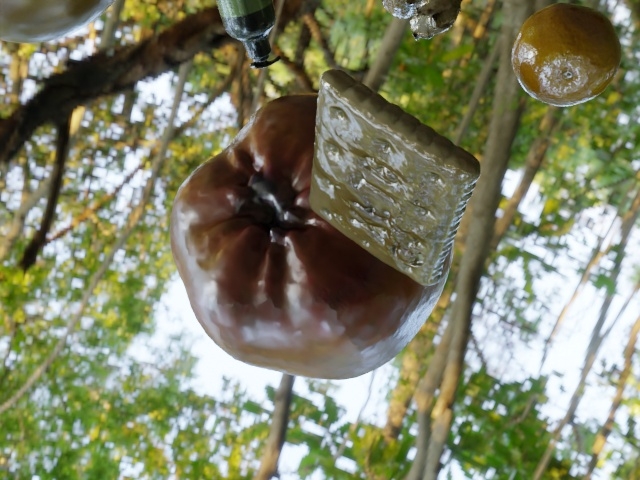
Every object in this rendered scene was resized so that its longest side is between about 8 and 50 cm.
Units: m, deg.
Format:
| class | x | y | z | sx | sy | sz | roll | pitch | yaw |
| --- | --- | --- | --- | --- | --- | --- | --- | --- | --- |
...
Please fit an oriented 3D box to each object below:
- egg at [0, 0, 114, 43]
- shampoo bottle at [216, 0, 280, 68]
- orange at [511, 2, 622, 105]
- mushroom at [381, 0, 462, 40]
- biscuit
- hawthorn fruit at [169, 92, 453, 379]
| class | x | y | z | sx | sy | sz | roll | pitch | yaw |
| --- | --- | --- | --- | --- | --- | --- | --- | --- | --- |
| egg | -0.367 | -0.418 | 1.361 | 0.282 | 0.351 | 0.283 | 29 | -148 | -20 |
| shampoo bottle | -0.143 | -0.451 | 1.945 | 0.101 | 0.284 | 0.101 | -12 | -153 | 7 |
| orange | 0.363 | -0.278 | 1.558 | 0.159 | 0.159 | 0.136 | 17 | -139 | -3 |
| mushroom | 0.280 | -0.649 | 2.608 | 0.260 | 0.345 | 0.345 | 53 | -144 | 1 |
| biscuit | 0.076 | -0.062 | 1.284 | 0.217 | 0.325 | 0.044 | 34 | -113 | 11 |
| hawthorn fruit | 0.000 | 0.000 | 1.690 | 0.471 | 0.472 | 0.472 | 13 | -150 | -8 |
